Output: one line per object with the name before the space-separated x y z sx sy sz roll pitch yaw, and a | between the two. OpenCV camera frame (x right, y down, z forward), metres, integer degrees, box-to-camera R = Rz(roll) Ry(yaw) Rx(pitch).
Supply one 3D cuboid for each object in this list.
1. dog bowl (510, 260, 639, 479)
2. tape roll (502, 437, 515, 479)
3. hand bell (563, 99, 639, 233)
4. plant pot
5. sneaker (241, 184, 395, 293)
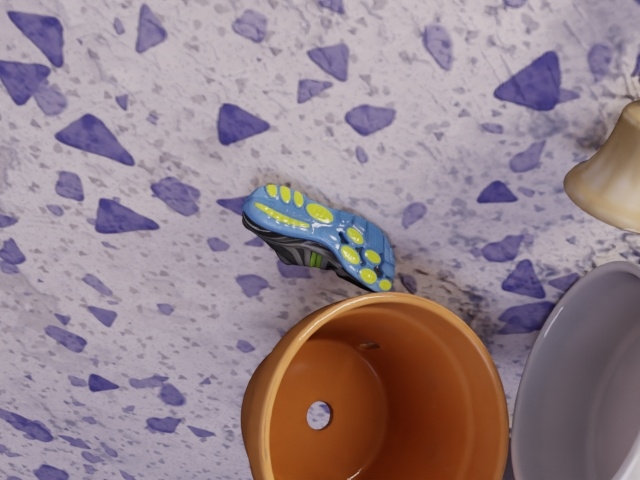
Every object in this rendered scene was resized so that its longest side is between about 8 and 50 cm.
dog bowl | 0.299 0.159 0.830 0.104 0.265 0.265 20 136 -8
tape roll | 0.301 0.340 1.058 0.219 0.072 0.219 37 172 6
hand bell | 0.289 -0.137 0.677 0.126 0.126 0.242 10 123 6
plant pot | 0.034 0.205 0.950 0.291 0.290 0.203 35 162 -18
sneaker | 0.000 0.000 0.913 0.188 0.067 0.078 27 156 -13
